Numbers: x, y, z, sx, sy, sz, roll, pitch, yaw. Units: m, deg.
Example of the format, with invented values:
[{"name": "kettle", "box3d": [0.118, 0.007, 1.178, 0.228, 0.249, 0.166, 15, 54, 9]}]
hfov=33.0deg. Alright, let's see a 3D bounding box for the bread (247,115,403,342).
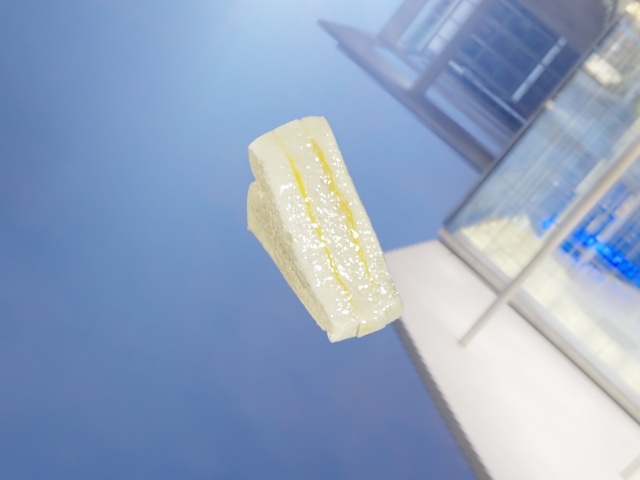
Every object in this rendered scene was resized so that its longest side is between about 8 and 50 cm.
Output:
[{"name": "bread", "box3d": [0.006, -0.010, 0.859, 0.077, 0.105, 0.152, -21, -128, -27]}]
